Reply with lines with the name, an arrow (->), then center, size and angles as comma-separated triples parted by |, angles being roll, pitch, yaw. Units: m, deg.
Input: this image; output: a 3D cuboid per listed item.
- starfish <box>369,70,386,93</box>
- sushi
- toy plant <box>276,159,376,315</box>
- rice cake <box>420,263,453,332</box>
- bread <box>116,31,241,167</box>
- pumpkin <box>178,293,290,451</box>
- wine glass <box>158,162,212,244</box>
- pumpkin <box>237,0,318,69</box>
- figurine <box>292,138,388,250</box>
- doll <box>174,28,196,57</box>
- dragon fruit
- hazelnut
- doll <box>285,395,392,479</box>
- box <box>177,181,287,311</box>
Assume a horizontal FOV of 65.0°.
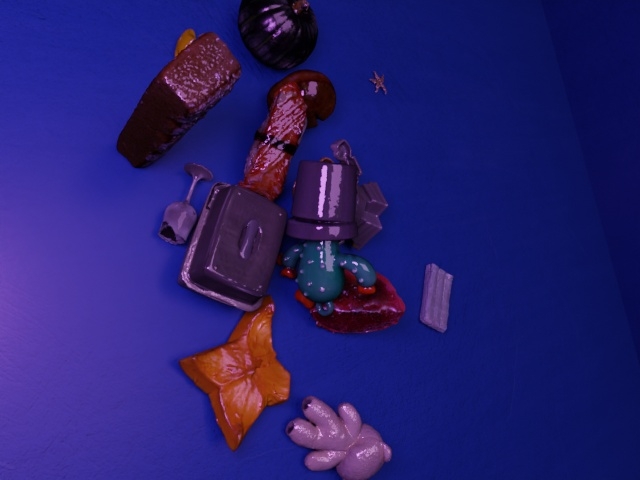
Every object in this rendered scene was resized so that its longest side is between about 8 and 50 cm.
starfish -> 0.213, -0.564, 1.794 | 0.086, 0.016, 0.092 | -40, 97, -35
sushi -> -0.120, -0.256, 1.352 | 0.124, 0.130, 0.332 | 22, 88, -15
toy plant -> 0.014, 0.001, 1.292 | 0.279, 0.185, 0.401 | 6, 99, 4
rice cake -> 0.398, 0.199, 1.723 | 0.124, 0.038, 0.211 | 30, 63, -27
bread -> -0.319, -0.278, 1.082 | 0.113, 0.416, 0.165 | 48, 60, -17
pumpkin -> -0.177, 0.317, 1.236 | 0.290, 0.095, 0.258 | -33, 94, -41
wine glass -> -0.331, -0.089, 1.233 | 0.079, 0.079, 0.196 | 28, 61, -28
pumpkin -> -0.111, -0.624, 1.450 | 0.249, 0.216, 0.250 | 29, 50, -40
figurine -> 0.047, -0.113, 1.462 | 0.284, 0.167, 0.343 | 17, 63, -35
doll -> -0.328, -0.516, 1.356 | 0.113, 0.071, 0.135 | 45, 52, -28
dragon fruit -> 0.103, 0.159, 1.456 | 0.261, 0.134, 0.212 | 3, 58, 1
hazelnut -> -0.059, -0.418, 1.470 | 0.203, 0.178, 0.178 | -27, 96, -7
doll -> 0.043, 0.523, 1.346 | 0.278, 0.175, 0.149 | 39, 20, -13
box -> -0.212, 0.015, 1.239 | 0.220, 0.166, 0.291 | 26, 63, -28
